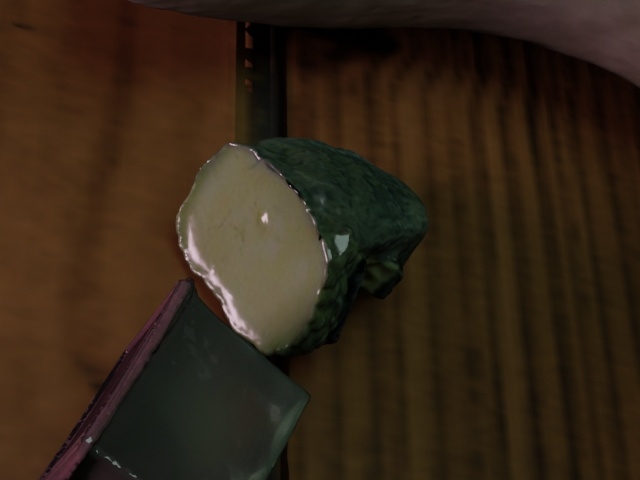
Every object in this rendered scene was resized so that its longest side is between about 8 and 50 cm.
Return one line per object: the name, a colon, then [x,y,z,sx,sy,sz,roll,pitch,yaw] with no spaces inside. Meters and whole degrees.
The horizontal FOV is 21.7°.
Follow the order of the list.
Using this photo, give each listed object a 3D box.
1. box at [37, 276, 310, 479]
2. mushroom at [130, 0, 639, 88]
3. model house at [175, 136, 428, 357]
box: [-0.050,0.068,0.566,0.063,0.060,0.084,34,46,-6]
mushroom: [0.091,-0.130,0.744,0.397,0.126,0.177,12,61,-19]
model house: [0.000,0.000,0.650,0.083,0.066,0.079,-5,46,-51]
